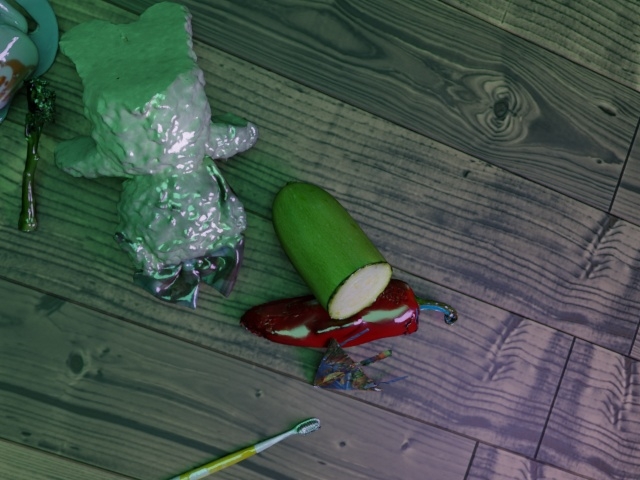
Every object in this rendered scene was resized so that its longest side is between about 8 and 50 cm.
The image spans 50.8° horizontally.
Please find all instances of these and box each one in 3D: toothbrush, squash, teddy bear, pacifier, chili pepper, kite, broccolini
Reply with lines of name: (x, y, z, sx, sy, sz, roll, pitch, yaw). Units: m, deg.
toothbrush: (-0.133, 0.373, 1.171, 0.288, 0.024, 0.021, -21, 95, -10)
squash: (0.000, 0.000, 1.127, 0.133, 0.132, 0.247, -32, 60, -9)
teddy bear: (-0.261, -0.138, 1.116, 0.328, 0.375, 0.362, -17, 134, -9)
pacifier: (-0.557, -0.305, 1.045, 0.207, 0.227, 0.279, 34, 81, 32)
chili pepper: (0.054, 0.129, 1.175, 0.388, 0.110, 0.110, -8, 91, -7)
kite: (0.055, 0.224, 1.183, 0.160, 0.010, 0.183, -27, 128, 15)
broccolini: (-0.451, -0.135, 1.079, 0.058, 0.071, 0.254, 8, 112, -5)
